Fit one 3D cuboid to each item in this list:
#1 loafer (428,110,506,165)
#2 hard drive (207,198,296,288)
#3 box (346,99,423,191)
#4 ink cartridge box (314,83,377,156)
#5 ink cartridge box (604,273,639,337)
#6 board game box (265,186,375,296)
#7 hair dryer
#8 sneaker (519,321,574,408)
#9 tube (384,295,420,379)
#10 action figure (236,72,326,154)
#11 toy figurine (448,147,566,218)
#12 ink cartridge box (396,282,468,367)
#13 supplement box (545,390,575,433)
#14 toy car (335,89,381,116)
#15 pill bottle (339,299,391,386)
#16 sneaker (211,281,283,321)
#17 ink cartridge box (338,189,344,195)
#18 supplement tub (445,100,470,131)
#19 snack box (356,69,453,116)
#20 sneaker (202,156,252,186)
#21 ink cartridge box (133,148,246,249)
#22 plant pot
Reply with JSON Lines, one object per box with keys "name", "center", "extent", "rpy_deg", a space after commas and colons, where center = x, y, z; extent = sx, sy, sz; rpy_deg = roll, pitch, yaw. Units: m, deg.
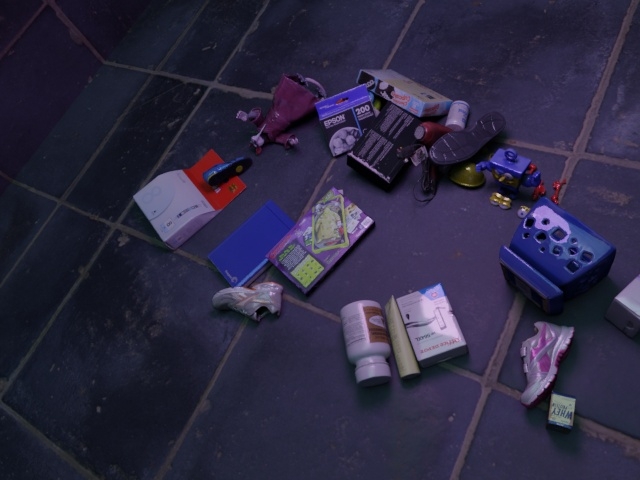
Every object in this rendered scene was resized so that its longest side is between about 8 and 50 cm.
{"name": "loafer", "center": [0.484, -0.322, 1.678], "extent": [0.302, 0.095, 0.109], "rpy_deg": [-31, 80, -12]}
{"name": "hard drive", "center": [-0.240, 0.016, 1.844], "extent": [0.318, 0.040, 0.210], "rpy_deg": [-43, 58, -6]}
{"name": "box", "center": [0.241, -0.335, 1.789], "extent": [0.184, 0.103, 0.261], "rpy_deg": [36, 78, 11]}
{"name": "ink cartridge box", "center": [0.107, -0.449, 1.881], "extent": [0.206, 0.209, 0.045], "rpy_deg": [-20, 20, 9]}
{"name": "ink cartridge box", "center": [0.860, 0.137, 1.308], "extent": [0.212, 0.154, 0.093], "rpy_deg": [-43, 57, -5]}
{"name": "board game box", "center": [0.000, 0.000, 1.739], "extent": [0.208, 0.056, 0.347], "rpy_deg": [42, 83, 17]}
{"name": "hair dryer", "center": [0.378, -0.295, 1.724], "extent": [0.293, 0.224, 0.080], "rpy_deg": [-42, 31, -19]}
{"name": "sneaker", "center": [0.584, 0.327, 1.349], "extent": [0.111, 0.103, 0.252], "rpy_deg": [22, 66, 33]}
{"name": "tube", "center": [0.237, 0.289, 1.503], "extent": [0.070, 0.062, 0.240], "rpy_deg": [-32, 57, 28]}
{"name": "action figure", "center": [-0.171, -0.507, 2.013], "extent": [0.370, 0.248, 0.276], "rpy_deg": [-43, 19, 23]}
{"name": "toy figurine", "center": [0.582, -0.242, 1.577], "extent": [0.362, 0.217, 0.191], "rpy_deg": [33, 78, 30]}
{"name": "ink cartridge box", "center": [0.329, 0.250, 1.483], "extent": [0.148, 0.086, 0.203], "rpy_deg": [-22, 57, 8]}
{"name": "supplement box", "center": [0.611, 0.438, 1.279], "extent": [0.056, 0.083, 0.084], "rpy_deg": [8, 66, 23]}
{"name": "toy car", "center": [0.141, -0.523, 1.937], "extent": [0.181, 0.136, 0.159], "rpy_deg": [-15, 59, 12]}
{"name": "pill bottle", "center": [0.138, 0.306, 1.496], "extent": [0.131, 0.131, 0.230], "rpy_deg": [-16, 59, 11]}
{"name": "sneaker", "center": [-0.253, 0.221, 1.710], "extent": [0.262, 0.099, 0.121], "rpy_deg": [-12, 64, 15]}
{"name": "ink cartridge box", "center": [0.062, -0.139, 1.824], "extent": [0.048, 0.028, 0.084], "rpy_deg": [-8, 60, 16]}
{"name": "supplement tub", "center": [0.492, -0.440, 1.804], "extent": [0.070, 0.071, 0.107], "rpy_deg": [9, 67, 24]}
{"name": "snack box", "center": [0.312, -0.555, 1.876], "extent": [0.187, 0.060, 0.322], "rpy_deg": [-17, 45, -41]}
{"name": "sneaker", "center": [-0.379, -0.296, 2.027], "extent": [0.209, 0.069, 0.082], "rpy_deg": [-30, 51, -16]}
{"name": "ink cartridge box", "center": [-0.534, -0.193, 2.037], "extent": [0.385, 0.091, 0.308], "rpy_deg": [-42, 57, -4]}
{"name": "plant pot", "center": [0.637, 0.059, 1.394], "extent": [0.212, 0.236, 0.236], "rpy_deg": [-45, 58, 1]}
